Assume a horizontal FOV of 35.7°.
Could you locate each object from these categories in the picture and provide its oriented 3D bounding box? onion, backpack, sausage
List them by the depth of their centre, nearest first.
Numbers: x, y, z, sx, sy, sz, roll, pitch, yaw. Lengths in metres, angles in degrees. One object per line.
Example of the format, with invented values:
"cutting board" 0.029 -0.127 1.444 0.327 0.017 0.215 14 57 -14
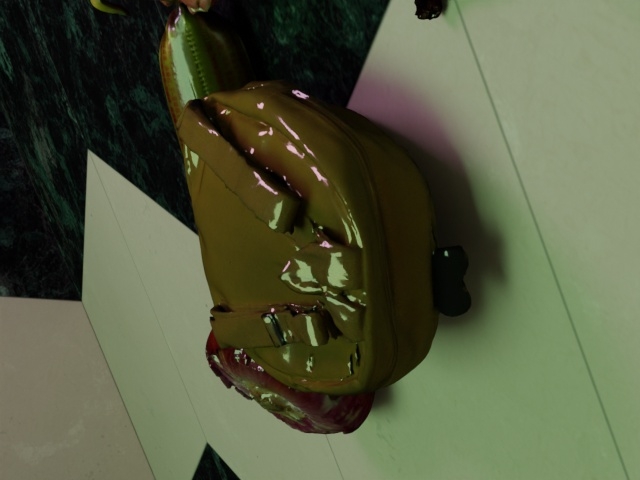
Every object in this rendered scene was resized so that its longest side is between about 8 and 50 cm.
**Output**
"backpack" -0.005 0.004 1.039 0.378 0.201 0.353 34 139 53
"sausage" -0.136 -0.177 1.228 0.117 0.125 0.317 -10 106 27
"onion" -0.027 0.151 1.285 0.230 0.163 0.230 25 152 14

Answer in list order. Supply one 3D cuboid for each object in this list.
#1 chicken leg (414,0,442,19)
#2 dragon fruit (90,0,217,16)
"chicken leg" 0.098 -0.258 0.789 0.093 0.053 0.205 -108 19 -52
"dragon fruit" -0.181 -0.362 1.074 0.224 0.224 0.227 31 147 51
